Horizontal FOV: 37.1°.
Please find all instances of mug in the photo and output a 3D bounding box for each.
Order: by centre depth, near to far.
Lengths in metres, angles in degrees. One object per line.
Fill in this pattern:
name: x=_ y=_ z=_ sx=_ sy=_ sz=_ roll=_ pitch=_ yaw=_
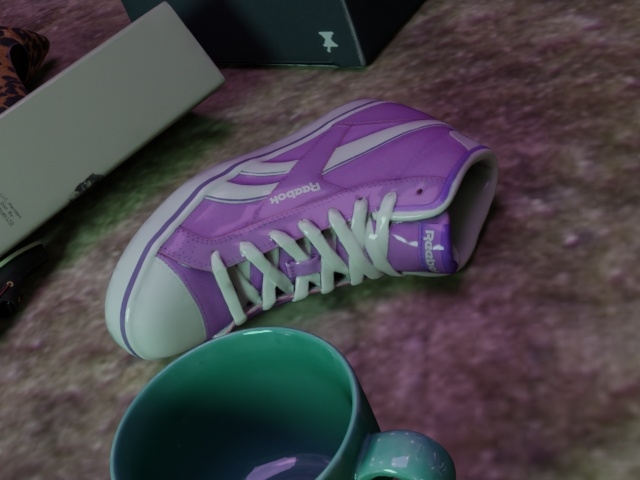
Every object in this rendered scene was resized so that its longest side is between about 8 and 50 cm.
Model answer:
mug: x=-0.021 y=0.128 z=0.479 sx=0.129 sy=0.097 sz=0.158 roll=-35 pitch=38 yaw=-19

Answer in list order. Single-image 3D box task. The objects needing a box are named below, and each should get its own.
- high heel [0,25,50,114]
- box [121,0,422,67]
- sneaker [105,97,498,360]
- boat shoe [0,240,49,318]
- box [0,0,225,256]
high heel: x=-0.321 y=-0.160 z=1.055 sx=0.186 sy=0.093 sz=0.261 roll=17 pitch=34 yaw=13
box: x=-0.008 y=-0.379 z=1.033 sx=0.293 sy=0.212 sz=0.395 roll=8 pitch=46 yaw=34
sneaker: x=0.000 y=-0.001 z=0.636 sx=0.282 sy=0.102 sz=0.161 roll=-38 pitch=42 yaw=-21
boat shoe: x=-0.263 y=0.045 z=0.766 sx=0.049 sy=0.042 sz=0.133 roll=-38 pitch=7 yaw=39
box: x=-0.222 y=-0.090 z=0.842 sx=0.275 sy=0.094 sz=0.113 roll=-43 pitch=12 yaw=-26
